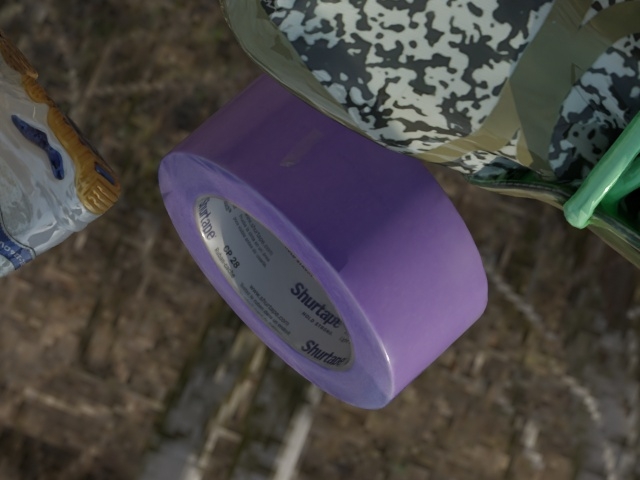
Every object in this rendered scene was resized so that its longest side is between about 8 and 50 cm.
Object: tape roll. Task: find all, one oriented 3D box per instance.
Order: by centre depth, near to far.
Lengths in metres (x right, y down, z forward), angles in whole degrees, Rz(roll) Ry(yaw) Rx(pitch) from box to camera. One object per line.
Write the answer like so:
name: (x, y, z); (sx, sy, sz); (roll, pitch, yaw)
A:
tape roll: (0.000, 0.000, 1.085); (0.189, 0.080, 0.189); (41, 160, 18)

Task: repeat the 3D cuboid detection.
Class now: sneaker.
sneaker: (0.160, -0.017, 0.624); (0.410, 0.158, 0.182); (20, -149, -20)
sneaker: (-0.268, -0.095, 1.405); (0.296, 0.131, 0.112); (51, -179, 40)
